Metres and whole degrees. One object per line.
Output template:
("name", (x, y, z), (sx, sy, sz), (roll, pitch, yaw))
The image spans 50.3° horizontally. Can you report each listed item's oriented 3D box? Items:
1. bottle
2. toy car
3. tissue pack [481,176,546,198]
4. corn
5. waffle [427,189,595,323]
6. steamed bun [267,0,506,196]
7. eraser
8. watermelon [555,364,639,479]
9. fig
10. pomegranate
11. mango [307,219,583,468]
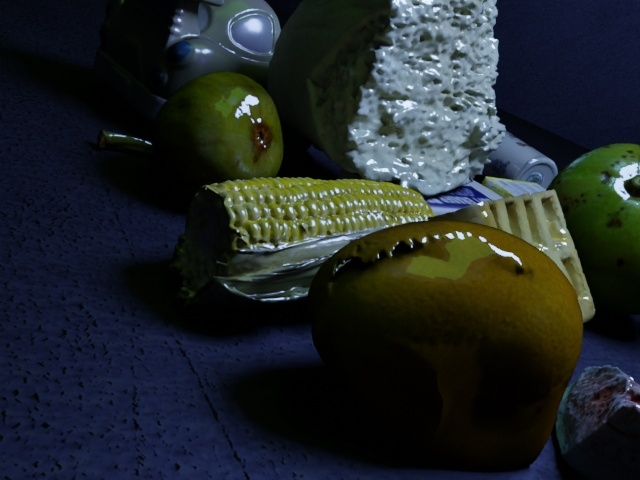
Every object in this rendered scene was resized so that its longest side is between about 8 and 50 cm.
("bottle", (0.372, -0.166, 1.399), (0.109, 0.110, 0.233), (10, 25, -30))
("toy car", (-0.127, -0.270, 0.983), (0.336, 0.226, 0.242), (-3, 33, -45))
("tissue pack", (0.354, -0.058, 1.193), (0.176, 0.062, 0.095), (1, 33, -45))
("corn", (-0.001, 0.005, 0.640), (0.305, 0.122, 0.123), (-3, 64, -43))
("waffle", (0.223, 0.032, 0.746), (0.274, 0.057, 0.168), (-9, 79, -54))
("steamed bun", (0.104, -0.225, 0.847), (0.273, 0.272, 0.290), (35, 21, 36))
("eraser", (0.148, -0.033, 0.902), (0.278, 0.081, 0.124), (1, 30, -44))
("watermelon", (0.244, 0.156, 0.564), (0.081, 0.094, 0.180), (15, 8, -12))
("fig", (-0.130, -0.101, 0.758), (0.148, 0.186, 0.142), (-28, 96, -39))
("pomegranate", (0.411, 0.001, 0.952), (0.236, 0.236, 0.302), (32, -9, 21))
("mango", (0.099, 0.065, 0.522), (0.236, 0.166, 0.136), (11, 20, -30))
